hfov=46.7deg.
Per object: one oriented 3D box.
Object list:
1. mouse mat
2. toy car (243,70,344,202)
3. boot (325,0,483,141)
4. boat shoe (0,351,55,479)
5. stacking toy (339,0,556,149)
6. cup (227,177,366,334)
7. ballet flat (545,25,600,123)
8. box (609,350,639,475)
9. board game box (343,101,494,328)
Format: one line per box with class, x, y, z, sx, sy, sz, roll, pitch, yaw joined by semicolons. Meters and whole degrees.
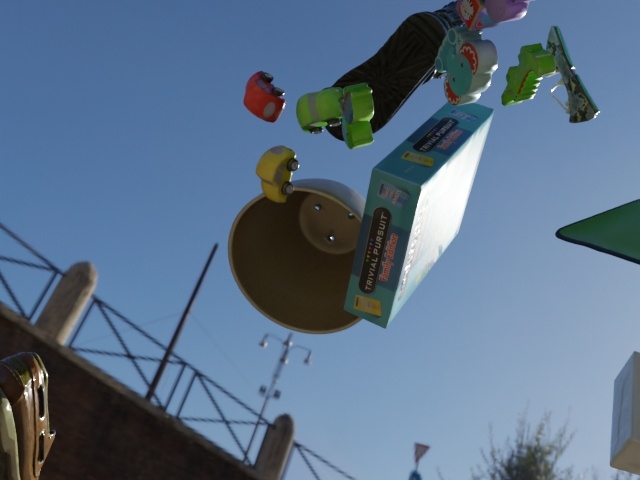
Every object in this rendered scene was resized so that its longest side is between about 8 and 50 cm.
mouse mat;0.286;-0.013;0.555;0.189;0.152;0.007;-136;-152;-73
toy car;-0.049;-0.197;1.225;0.053;0.239;0.225;-3;-10;-43
boot;0.177;-0.351;1.546;0.348;0.260;0.131;-36;-88;33
boat shoe;-0.430;0.292;1.064;0.110;0.104;0.307;31;-50;20
stacking toy;0.110;-0.139;0.484;0.166;0.052;0.221;-15;-25;-18
cup;0.000;0.000;1.590;0.330;0.237;0.331;8;-63;16
ballet flat;0.444;-0.300;1.359;0.070;0.189;0.070;-20;-10;-4
box;0.537;0.282;1.166;0.130;0.171;0.091;17;-42;9
board game box;0.161;-0.056;1.188;0.079;0.336;0.254;23;-54;19
